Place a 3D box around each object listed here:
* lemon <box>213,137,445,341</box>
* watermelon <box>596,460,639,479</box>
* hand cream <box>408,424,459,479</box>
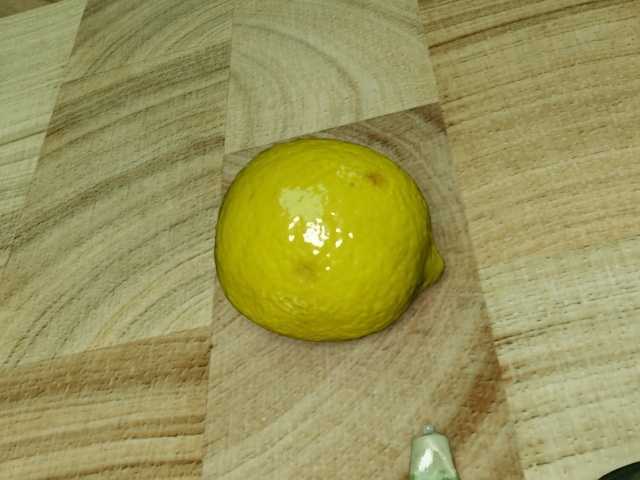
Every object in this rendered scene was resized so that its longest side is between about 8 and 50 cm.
[{"bbox_3d":[0.009,0.000,0.957,0.253,0.228,0.228,0,47,11],"label":"lemon"},{"bbox_3d":[0.267,0.258,0.616,0.212,0.212,0.212,-11,44,11],"label":"watermelon"},{"bbox_3d":[0.109,0.252,0.814,0.057,0.037,0.165,-10,50,12],"label":"hand cream"}]
